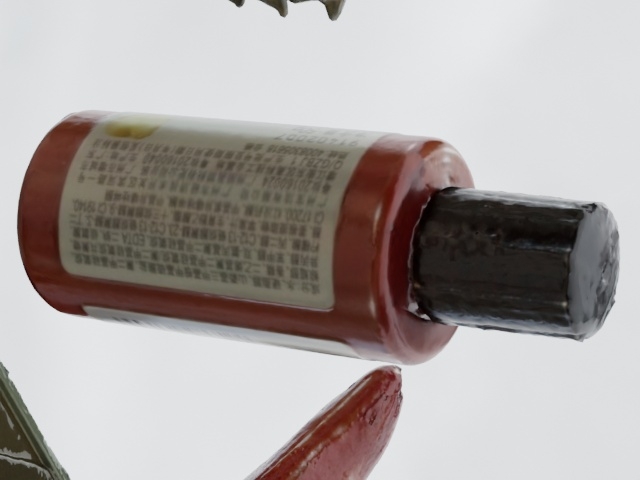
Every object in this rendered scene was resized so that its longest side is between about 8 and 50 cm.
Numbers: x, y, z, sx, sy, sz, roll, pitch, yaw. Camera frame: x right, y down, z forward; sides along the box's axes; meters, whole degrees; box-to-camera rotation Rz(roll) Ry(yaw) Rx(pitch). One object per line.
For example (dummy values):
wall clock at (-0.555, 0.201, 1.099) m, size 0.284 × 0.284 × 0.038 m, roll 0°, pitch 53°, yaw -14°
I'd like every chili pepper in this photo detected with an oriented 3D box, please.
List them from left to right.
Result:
chili pepper at (-0.005, 0.139, 1.136) m, size 0.065 × 0.169 × 0.088 m, roll 35°, pitch -17°, yaw 26°

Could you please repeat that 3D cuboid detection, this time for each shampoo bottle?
shampoo bottle at (0.000, 0.000, 0.857) m, size 0.278 × 0.104 × 0.104 m, roll 7°, pitch -92°, yaw 29°

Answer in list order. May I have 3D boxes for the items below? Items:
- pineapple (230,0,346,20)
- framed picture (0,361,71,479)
pineapple at (0.088, -0.147, 0.632) m, size 0.170 × 0.310 × 0.141 m, roll -69°, pitch 156°, yaw -57°
framed picture at (-0.222, 0.143, 1.118) m, size 0.184 × 0.016 × 0.250 m, roll -70°, pitch 147°, yaw -46°
